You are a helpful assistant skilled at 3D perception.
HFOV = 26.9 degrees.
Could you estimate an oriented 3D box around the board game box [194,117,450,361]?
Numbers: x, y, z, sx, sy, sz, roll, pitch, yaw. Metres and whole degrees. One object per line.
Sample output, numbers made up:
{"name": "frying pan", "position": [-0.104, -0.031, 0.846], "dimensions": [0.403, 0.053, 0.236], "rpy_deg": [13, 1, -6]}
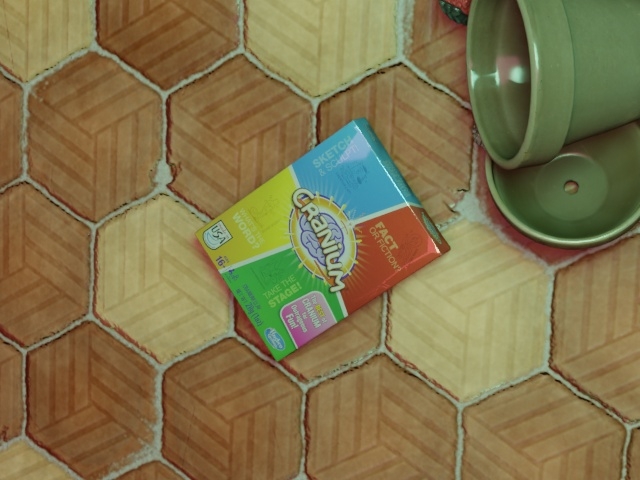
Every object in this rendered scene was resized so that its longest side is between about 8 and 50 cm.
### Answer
{"name": "board game box", "position": [0.000, 0.000, 2.030], "dimensions": [0.316, 0.064, 0.242], "rpy_deg": [-35, 87, 20]}

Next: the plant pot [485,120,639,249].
{"name": "plant pot", "position": [0.349, -0.092, 1.858], "dimensions": [0.237, 0.110, 0.237], "rpy_deg": [-3, 72, 10]}

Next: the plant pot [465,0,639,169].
{"name": "plant pot", "position": [0.335, -0.229, 1.740], "dimensions": [0.229, 0.263, 0.263], "rpy_deg": [-6, 97, -12]}

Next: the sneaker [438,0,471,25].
{"name": "sneaker", "position": [0.296, -0.355, 1.858], "dimensions": [0.261, 0.125, 0.104], "rpy_deg": [12, 140, -7]}

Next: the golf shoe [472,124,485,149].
{"name": "golf shoe", "position": [0.294, -0.198, 1.916], "dimensions": [0.086, 0.069, 0.176], "rpy_deg": [28, 110, -9]}
